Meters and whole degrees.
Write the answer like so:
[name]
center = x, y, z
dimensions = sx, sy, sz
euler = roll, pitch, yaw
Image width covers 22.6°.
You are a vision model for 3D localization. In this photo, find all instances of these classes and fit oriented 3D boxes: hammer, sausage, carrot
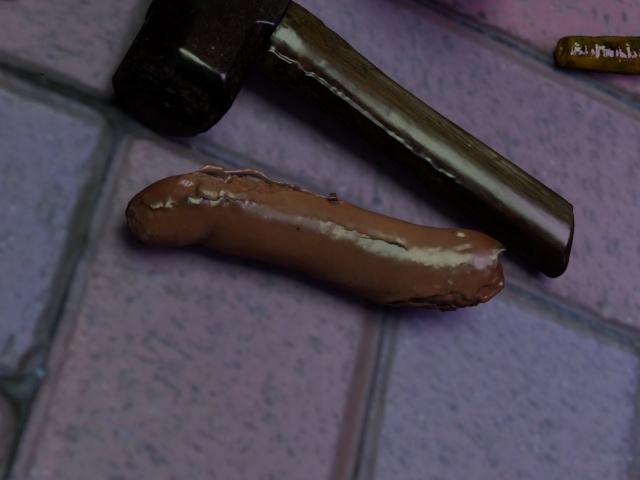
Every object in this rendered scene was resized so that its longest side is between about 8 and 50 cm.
[hammer]
center = 0.049, -0.112, 1.296
dimensions = 0.409, 0.095, 0.242
euler = 33, 53, -9
[sausage]
center = 0.000, -0.001, 1.217
dimensions = 0.304, 0.078, 0.078
euler = 14, 58, -16
[carrot]
center = 0.292, -0.174, 1.481
dimensions = 0.171, 0.042, 0.042
euler = -1, 64, -25
